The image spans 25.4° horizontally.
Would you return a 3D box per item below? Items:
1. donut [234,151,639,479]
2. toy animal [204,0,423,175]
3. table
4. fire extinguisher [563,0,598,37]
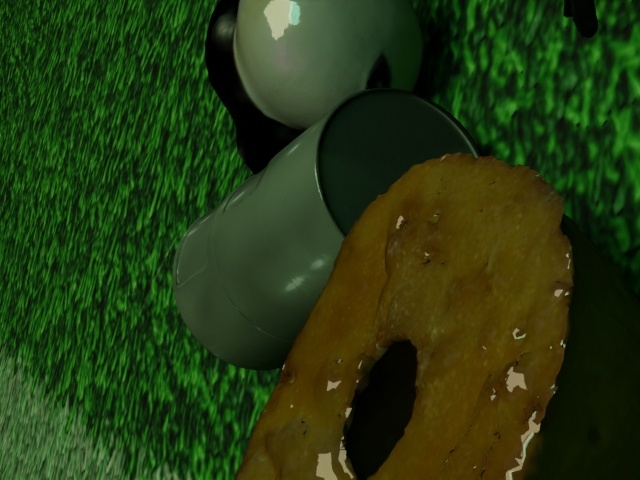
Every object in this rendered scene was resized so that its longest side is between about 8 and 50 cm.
[{"bbox_3d":[0.060,0.100,0.716,0.277,0.108,0.277,-41,32,34],"label":"donut"},{"bbox_3d":[0.003,-0.128,1.007,0.138,0.166,0.179,-47,9,-28],"label":"toy animal"},{"bbox_3d":[0.000,0.000,0.935,0.220,0.126,0.126,-33,46,56],"label":"table"},{"bbox_3d":[0.120,-0.224,0.890,0.267,0.072,0.089,-109,6,-52],"label":"fire extinguisher"}]
